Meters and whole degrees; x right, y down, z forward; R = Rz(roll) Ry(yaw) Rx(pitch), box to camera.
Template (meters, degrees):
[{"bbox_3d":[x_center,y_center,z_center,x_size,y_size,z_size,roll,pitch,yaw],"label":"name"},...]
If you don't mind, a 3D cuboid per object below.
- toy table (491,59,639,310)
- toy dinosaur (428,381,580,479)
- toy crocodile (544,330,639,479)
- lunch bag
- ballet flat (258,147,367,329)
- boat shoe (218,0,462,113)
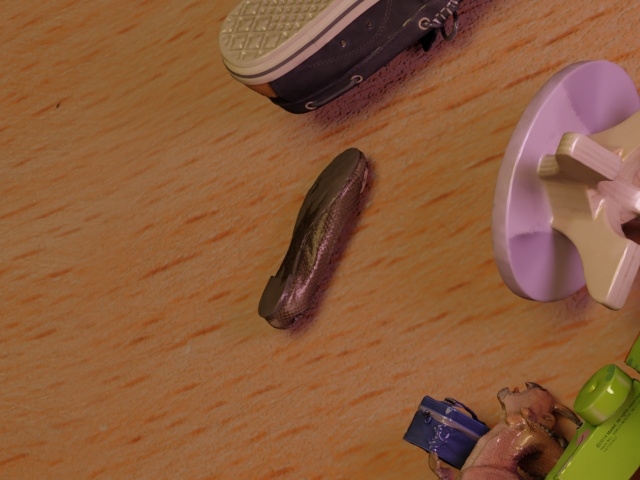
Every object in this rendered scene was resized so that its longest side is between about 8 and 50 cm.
[{"bbox_3d":[0.304,-0.060,1.827,0.161,0.252,0.274,10,87,57],"label":"toy table"},{"bbox_3d":[0.200,0.302,1.811,0.127,0.200,0.295,168,98,-73],"label":"toy dinosaur"},{"bbox_3d":[0.347,0.129,1.753,0.340,0.115,0.105,-56,8,-1],"label":"toy crocodile"},{"bbox_3d":[0.144,0.211,1.902,0.067,0.098,0.065,19,78,55],"label":"lunch bag"},{"bbox_3d":[0.000,0.000,2.156,0.084,0.058,0.249,-1,61,61],"label":"ballet flat"},{"bbox_3d":[0.108,-0.332,2.165,0.500,0.156,0.187,-35,45,6],"label":"boat shoe"}]
